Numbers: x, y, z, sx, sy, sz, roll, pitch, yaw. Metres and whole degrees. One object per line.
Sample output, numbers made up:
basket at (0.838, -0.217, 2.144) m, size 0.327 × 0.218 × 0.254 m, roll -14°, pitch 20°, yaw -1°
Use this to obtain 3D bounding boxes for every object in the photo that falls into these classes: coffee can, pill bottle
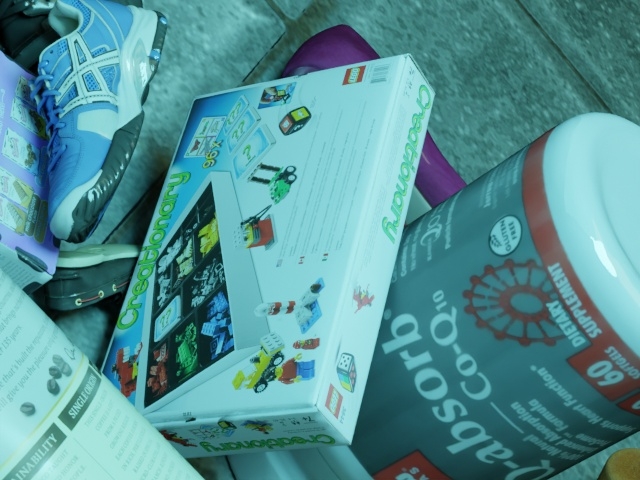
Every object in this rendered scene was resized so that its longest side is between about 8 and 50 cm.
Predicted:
coffee can at (-0.212, 0.124, 1.021) m, size 0.275 × 0.201 × 0.201 m, roll 47°, pitch 35°, yaw -12°
pill bottle at (0.111, 0.082, 1.309) m, size 0.210 × 0.363 × 0.210 m, roll 32°, pitch 40°, yaw -31°

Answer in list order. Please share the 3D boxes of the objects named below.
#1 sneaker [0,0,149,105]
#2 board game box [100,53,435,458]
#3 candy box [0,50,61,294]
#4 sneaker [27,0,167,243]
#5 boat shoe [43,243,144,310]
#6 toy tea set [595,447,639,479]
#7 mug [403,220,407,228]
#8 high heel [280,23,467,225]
sneaker at (-0.231, -0.175, 1.336) m, size 0.295 × 0.104 × 0.147 m, roll 22°, pitch 41°, yaw -46°
board game box at (-0.040, 0.010, 1.281) m, size 0.053 × 0.193 × 0.305 m, roll 51°, pitch 43°, yaw -41°
candy box at (-0.265, -0.069, 1.237) m, size 0.196 × 0.070 × 0.165 m, roll 35°, pitch 39°, yaw -28°
sneaker at (-0.167, -0.086, 1.257) m, size 0.081 × 0.080 × 0.211 m, roll 20°, pitch 47°, yaw -15°
boat shoe at (-0.159, 0.025, 1.318) m, size 0.133 × 0.049 × 0.042 m, roll -15°, pitch 107°, yaw -64°
toy tea set at (0.390, 0.297, 1.604) m, size 0.200 × 0.124 × 0.336 m, roll -25°, pitch 48°, yaw -34°
mug at (0.004, -0.003, 1.482) m, size 0.113 × 0.150 × 0.169 m, roll -58°, pitch 129°, yaw -72°
high heel at (0.117, -0.037, 1.619) m, size 0.377 × 0.127 × 0.181 m, roll 43°, pitch 46°, yaw -12°
